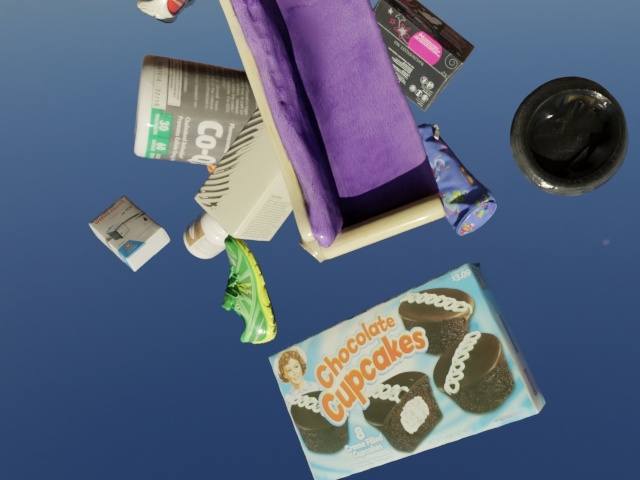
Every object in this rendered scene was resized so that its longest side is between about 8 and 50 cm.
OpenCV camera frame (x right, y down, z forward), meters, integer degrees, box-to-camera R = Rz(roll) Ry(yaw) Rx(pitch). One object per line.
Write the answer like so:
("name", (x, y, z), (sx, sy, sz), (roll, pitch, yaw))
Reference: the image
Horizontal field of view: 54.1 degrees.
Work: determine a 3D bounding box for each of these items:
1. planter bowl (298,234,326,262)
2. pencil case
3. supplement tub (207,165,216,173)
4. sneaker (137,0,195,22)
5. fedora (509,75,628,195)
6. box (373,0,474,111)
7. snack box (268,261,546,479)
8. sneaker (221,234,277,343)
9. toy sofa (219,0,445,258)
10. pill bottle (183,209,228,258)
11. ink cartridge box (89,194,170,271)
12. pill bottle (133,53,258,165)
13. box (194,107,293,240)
("planter bowl", (0.000, 0.000, 1.988), (0.109, 0.162, 0.162), (-50, -135, -2))
("pencil case", (0.311, -0.163, 1.567), (0.119, 0.133, 0.306), (-9, -122, -47))
("supplement tub", (-0.143, -0.245, 1.725), (0.315, 0.194, 0.194), (4, -147, 5))
("sneaker", (-0.304, -0.564, 1.342), (0.107, 0.118, 0.279), (24, -143, -21))
("fedora", (0.633, -0.263, 1.659), (0.333, 0.334, 0.152), (-8, 176, -9))
("box", (0.224, -0.470, 1.539), (0.247, 0.163, 0.142), (39, -138, 0))
("snack box", (0.097, 0.177, 0.810), (0.321, 0.187, 0.060), (-30, 165, 27))
("sneaker", (-0.202, 0.124, 1.608), (0.123, 0.296, 0.109), (-17, 175, -6))
("toy sofa", (0.016, -0.173, 0.725), (0.150, 0.363, 0.177), (-20, 177, 12))
("pill bottle", (-0.307, -0.040, 1.875), (0.131, 0.131, 0.229), (-37, -176, -41))
("ink cartridge box", (-0.563, -0.023, 1.848), (0.190, 0.082, 0.139), (37, -111, 24))
("pill bottle", (-0.191, -0.253, 1.291), (0.360, 0.204, 0.204), (4, -150, -18))
("box", (-0.050, -0.132, 0.894), (0.094, 0.275, 0.113), (42, -167, 20))
